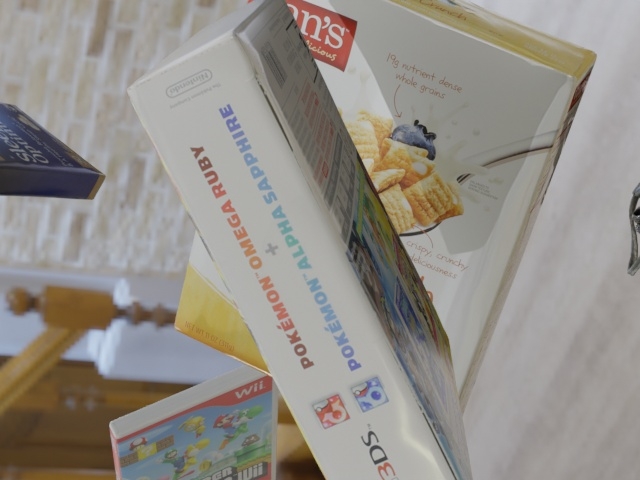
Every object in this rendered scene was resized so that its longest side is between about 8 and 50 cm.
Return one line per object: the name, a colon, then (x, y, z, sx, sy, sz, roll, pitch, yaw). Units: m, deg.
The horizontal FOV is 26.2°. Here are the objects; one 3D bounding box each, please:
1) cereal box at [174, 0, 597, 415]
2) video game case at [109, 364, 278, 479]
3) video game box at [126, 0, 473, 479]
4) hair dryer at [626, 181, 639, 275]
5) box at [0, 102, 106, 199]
cereal box: (0.024, -0.020, 0.726, 0.047, 0.173, 0.240, -44, -27, -54)
video game case: (-0.145, 0.264, 1.640, 0.025, 0.204, 0.285, 54, 156, 34)
video game box: (0.000, 0.000, 0.544, 0.187, 0.048, 0.205, 61, -171, -11)
hair dryer: (0.318, -0.075, 1.179, 0.223, 0.080, 0.293, -130, 45, -59)
box: (-0.318, -0.090, 1.311, 0.136, 0.225, 0.036, 37, 105, 19)
